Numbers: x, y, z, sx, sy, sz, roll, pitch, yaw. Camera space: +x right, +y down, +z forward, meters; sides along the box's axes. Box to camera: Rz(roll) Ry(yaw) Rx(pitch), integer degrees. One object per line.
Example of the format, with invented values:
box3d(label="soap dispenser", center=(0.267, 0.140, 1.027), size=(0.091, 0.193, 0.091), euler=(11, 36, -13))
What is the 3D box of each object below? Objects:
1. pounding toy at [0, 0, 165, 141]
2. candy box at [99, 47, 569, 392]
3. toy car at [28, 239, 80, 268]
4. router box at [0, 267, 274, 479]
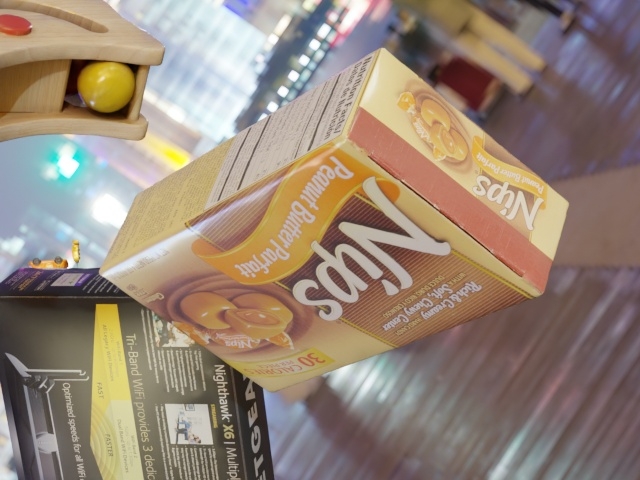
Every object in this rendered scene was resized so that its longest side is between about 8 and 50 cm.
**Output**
box3d(label="pounding toy", center=(-0.240, -0.151, 1.079), size=(0.154, 0.269, 0.155), euler=(55, 136, 49))
box3d(label="candy box", center=(0.000, 0.000, 1.102), size=(0.316, 0.183, 0.087), euler=(-26, 35, 48))
box3d(label="toy car", center=(-0.379, 0.036, 2.164), size=(0.122, 0.060, 0.040), euler=(138, 130, -63))
box3d(label="router box", center=(-0.176, 0.180, 1.472), size=(0.081, 0.243, 0.309), euler=(-52, -41, -65))
